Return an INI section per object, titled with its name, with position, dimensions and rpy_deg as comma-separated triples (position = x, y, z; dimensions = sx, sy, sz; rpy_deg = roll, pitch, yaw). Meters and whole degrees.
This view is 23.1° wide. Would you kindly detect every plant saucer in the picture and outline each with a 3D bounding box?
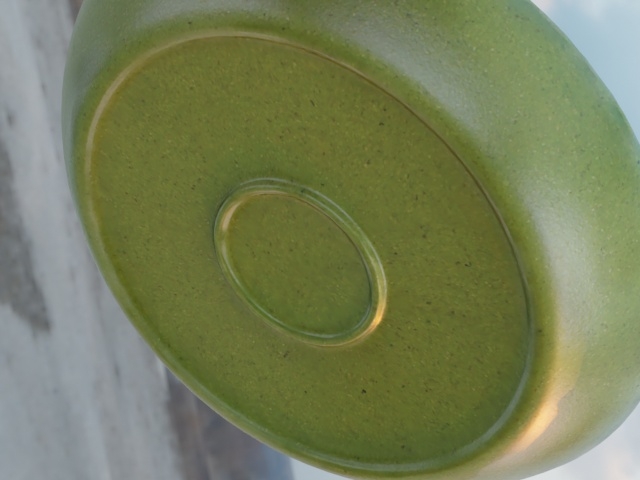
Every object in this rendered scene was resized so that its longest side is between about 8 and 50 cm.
[plant saucer]
position = 0.000, 0.000, 0.539
dimensions = 0.037, 0.241, 0.241
rpy_deg = -48, 139, -44
